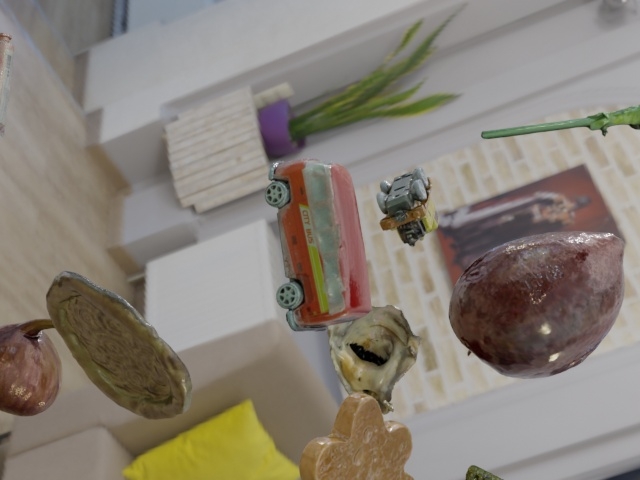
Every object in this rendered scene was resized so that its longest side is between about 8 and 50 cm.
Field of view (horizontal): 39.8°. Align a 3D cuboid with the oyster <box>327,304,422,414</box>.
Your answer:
[{"bbox_3d":[0.118,0.253,2.014,0.275,0.271,0.100,41,35,-6],"label":"oyster"}]

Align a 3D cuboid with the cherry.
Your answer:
[{"bbox_3d":[0.322,0.092,1.310,0.230,0.300,0.202,28,33,-44],"label":"cherry"}]

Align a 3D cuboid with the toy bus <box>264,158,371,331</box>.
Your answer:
[{"bbox_3d":[0.000,0.000,1.333,0.121,0.120,0.264,11,68,-62],"label":"toy bus"}]

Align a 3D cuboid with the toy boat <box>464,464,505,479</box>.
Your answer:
[{"bbox_3d":[0.244,0.384,1.336,0.016,0.063,0.115,-50,155,-36],"label":"toy boat"}]

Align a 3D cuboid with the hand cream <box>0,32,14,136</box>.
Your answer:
[{"bbox_3d":[-0.657,-0.321,1.815,0.067,0.043,0.209,85,7,-82],"label":"hand cream"}]

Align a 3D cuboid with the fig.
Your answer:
[{"bbox_3d":[-0.547,0.208,1.616,0.175,0.175,0.207,-79,-171,-72],"label":"fig"}]

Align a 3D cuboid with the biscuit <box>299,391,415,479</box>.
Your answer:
[{"bbox_3d":[0.073,0.426,1.462,0.275,0.052,0.354,-48,128,-34],"label":"biscuit"}]

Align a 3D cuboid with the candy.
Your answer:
[{"bbox_3d":[0.367,-0.156,1.172,0.091,0.306,0.083,-82,161,-49],"label":"candy"}]

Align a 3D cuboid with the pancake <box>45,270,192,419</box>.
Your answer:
[{"bbox_3d":[-0.263,0.139,1.138,0.031,0.250,0.250,-46,124,-35],"label":"pancake"}]

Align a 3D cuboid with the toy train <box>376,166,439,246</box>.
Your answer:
[{"bbox_3d":[0.168,-0.057,1.647,0.127,0.089,0.219,64,18,-16],"label":"toy train"}]
